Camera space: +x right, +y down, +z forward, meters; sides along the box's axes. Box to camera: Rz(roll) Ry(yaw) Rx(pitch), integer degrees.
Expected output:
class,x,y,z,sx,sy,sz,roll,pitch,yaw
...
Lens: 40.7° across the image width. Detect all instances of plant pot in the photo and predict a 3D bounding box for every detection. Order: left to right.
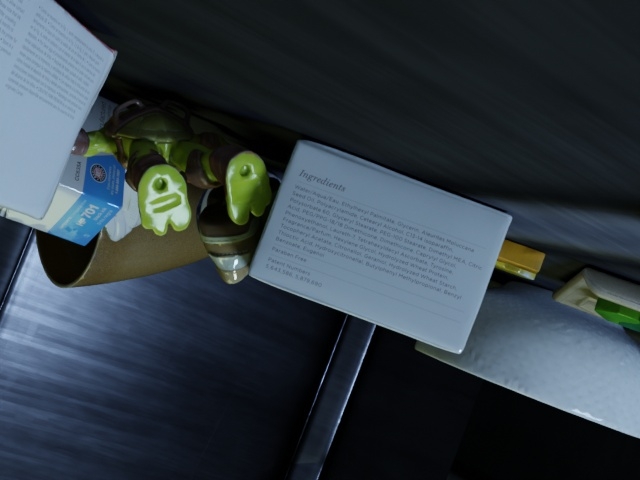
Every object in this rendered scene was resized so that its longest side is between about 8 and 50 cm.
class,x,y,z,sx,sy,sz,roll,pitch,yaw
plant pot,-0.278,-0.042,1.347,0.254,0.237,0.237,4,-171,-41

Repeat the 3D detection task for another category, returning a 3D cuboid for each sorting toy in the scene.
class,x,y,z,sx,sy,sz,roll,pitch,yaw
sorting toy,0.299,0.071,0.860,0.307,0.041,0.229,20,177,10

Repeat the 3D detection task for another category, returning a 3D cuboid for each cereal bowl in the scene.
class,x,y,z,sx,sy,sz,roll,pitch,yaw
cereal bowl,0.309,0.147,1.178,0.339,0.141,0.339,20,177,1

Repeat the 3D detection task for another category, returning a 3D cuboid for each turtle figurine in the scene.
class,x,y,z,sx,sy,sz,roll,pitch,yaw
turtle figurine,-0.130,-0.076,0.741,0.270,0.087,0.217,4,-163,-36

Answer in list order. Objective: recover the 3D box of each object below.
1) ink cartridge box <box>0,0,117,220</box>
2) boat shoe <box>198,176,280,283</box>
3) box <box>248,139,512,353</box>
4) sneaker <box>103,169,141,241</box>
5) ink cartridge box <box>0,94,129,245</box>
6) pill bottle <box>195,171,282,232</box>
class,x,y,z,sx,sy,sz,roll,pitch,yaw
ink cartridge box,-0.302,-0.137,0.445,0.272,0.130,0.309,22,177,10
boat shoe,-0.075,-0.011,0.810,0.068,0.072,0.190,-4,-163,10
box,0.045,0.009,0.746,0.182,0.119,0.181,20,177,1
sneaker,-0.243,-0.091,1.067,0.090,0.115,0.232,59,167,19
ink cartridge box,-0.292,-0.097,0.840,0.191,0.139,0.082,24,135,-35
pill bottle,-0.088,-0.029,1.019,0.112,0.112,0.187,22,176,-10
